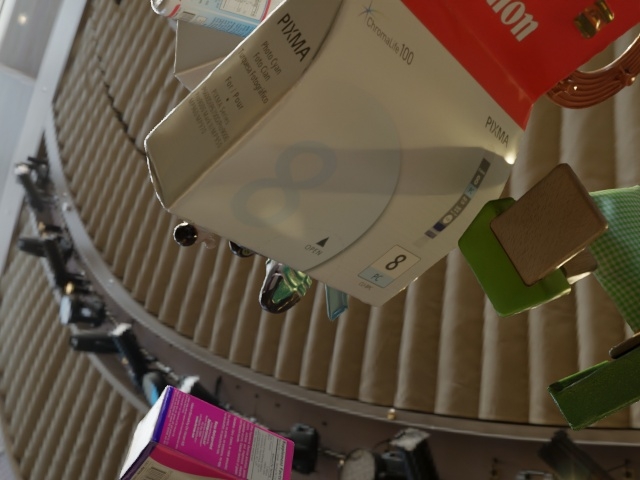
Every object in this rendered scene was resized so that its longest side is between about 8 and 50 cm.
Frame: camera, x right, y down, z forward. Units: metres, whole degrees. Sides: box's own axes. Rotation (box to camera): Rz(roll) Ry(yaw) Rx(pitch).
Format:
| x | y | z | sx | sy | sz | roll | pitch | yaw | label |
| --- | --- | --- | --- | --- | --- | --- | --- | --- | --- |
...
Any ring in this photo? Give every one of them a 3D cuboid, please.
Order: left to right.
| x | y | z | sx | sy | sz | roll | pitch | yaw | label |
| --- | --- | --- | --- | --- | --- | --- | --- | --- | --- |
| 0.434 | -0.344 | 1.163 | 0.032 | 0.337 | 0.336 | 41 | -70 | 42 | ring |

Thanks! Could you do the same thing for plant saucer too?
| x | y | z | sx | sy | sz | roll | pitch | yaw | label |
| --- | --- | --- | --- | --- | --- | --- | --- | --- | --- |
| 0.033 | 0.089 | 1.832 | 0.018 | 0.067 | 0.191 | 19 | -54 | 34 | plant saucer |

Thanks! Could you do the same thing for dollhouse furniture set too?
| x | y | z | sx | sy | sz | roll | pitch | yaw | label |
| --- | --- | --- | --- | --- | --- | --- | --- | --- | --- |
| 0.301 | 0.013 | 0.702 | 0.151 | 0.302 | 0.197 | -48 | -119 | 44 | dollhouse furniture set |

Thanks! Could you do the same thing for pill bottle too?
| x | y | z | sx | sy | sz | roll | pitch | yaw | label |
| --- | --- | --- | --- | --- | --- | --- | --- | --- | --- |
| -0.094 | -0.267 | 0.865 | 0.087 | 0.160 | 0.087 | -21 | -115 | 56 | pill bottle |

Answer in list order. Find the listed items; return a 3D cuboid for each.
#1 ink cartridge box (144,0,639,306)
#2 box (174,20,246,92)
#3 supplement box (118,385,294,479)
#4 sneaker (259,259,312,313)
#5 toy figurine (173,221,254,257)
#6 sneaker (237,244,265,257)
| x | y | z | sx | sy | sz | roll | pitch | yaw | label |
| --- | --- | --- | --- | --- | --- | --- | --- | --- | --- |
| 0.094 | -0.117 | 0.679 | 0.385 | 0.308 | 0.091 | -39 | -128 | 19 | ink cartridge box |
| -0.176 | -0.450 | 1.709 | 0.168 | 0.215 | 0.345 | -14 | -120 | 22 | box |
| -0.162 | 0.326 | 1.183 | 0.111 | 0.220 | 0.114 | -51 | -162 | 31 | supplement box |
| -0.052 | 0.017 | 1.272 | 0.098 | 0.083 | 0.223 | 13 | -124 | 30 | sneaker |
| -0.199 | -0.076 | 1.621 | 0.210 | 0.148 | 0.212 | 7 | -72 | 15 | toy figurine |
| 0.000 | 0.000 | 1.038 | 0.106 | 0.235 | 0.078 | -104 | -157 | -81 | sneaker |
